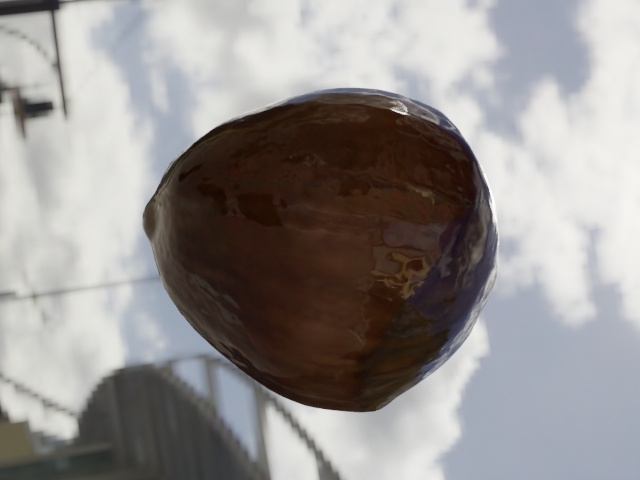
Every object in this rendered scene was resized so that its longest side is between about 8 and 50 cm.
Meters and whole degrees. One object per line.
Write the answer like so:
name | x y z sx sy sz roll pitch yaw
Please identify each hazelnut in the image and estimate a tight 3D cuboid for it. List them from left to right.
hazelnut | 0.000 0.000 1.161 0.214 0.214 0.176 103 -1 -51
